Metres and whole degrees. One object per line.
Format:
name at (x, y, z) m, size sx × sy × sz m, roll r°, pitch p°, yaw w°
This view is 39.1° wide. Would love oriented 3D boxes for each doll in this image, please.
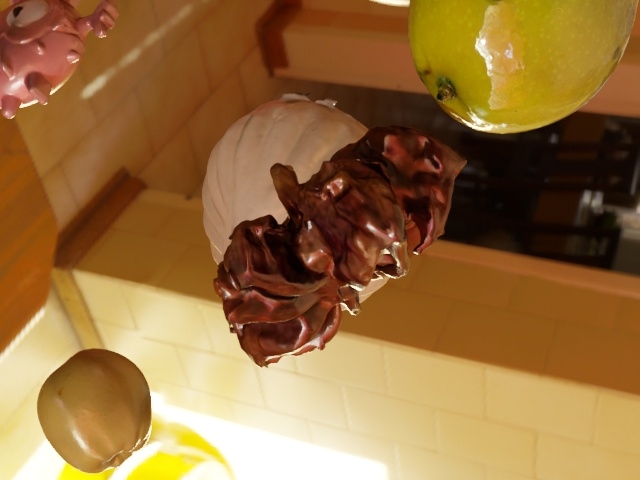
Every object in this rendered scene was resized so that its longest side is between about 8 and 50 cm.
doll at (-0.381, -0.253, 1.187) m, size 0.093 × 0.262 × 0.211 m, roll 46°, pitch 34°, yaw -53°

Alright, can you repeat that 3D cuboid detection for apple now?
apple at (-0.365, 0.276, 1.464) m, size 0.200 × 0.200 × 0.200 m, roll 11°, pitch 90°, yaw -68°

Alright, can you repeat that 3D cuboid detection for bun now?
bun at (-0.041, -0.013, 1.011) m, size 0.175 × 0.263 × 0.263 m, roll -47°, pitch 142°, yaw -48°

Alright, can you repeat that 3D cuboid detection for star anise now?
star anise at (0.000, 0.000, 0.645) m, size 0.220 × 0.126 × 0.190 m, roll -44°, pitch -178°, yaw 31°

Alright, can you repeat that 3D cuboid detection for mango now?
mango at (0.169, -0.213, 0.674) m, size 0.175 × 0.143 × 0.293 m, roll 37°, pitch 72°, yaw -25°

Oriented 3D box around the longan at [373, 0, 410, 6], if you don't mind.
longan at (0.067, -0.317, 0.816) m, size 0.220 × 0.196 × 0.196 m, roll 42°, pitch 49°, yaw -14°
